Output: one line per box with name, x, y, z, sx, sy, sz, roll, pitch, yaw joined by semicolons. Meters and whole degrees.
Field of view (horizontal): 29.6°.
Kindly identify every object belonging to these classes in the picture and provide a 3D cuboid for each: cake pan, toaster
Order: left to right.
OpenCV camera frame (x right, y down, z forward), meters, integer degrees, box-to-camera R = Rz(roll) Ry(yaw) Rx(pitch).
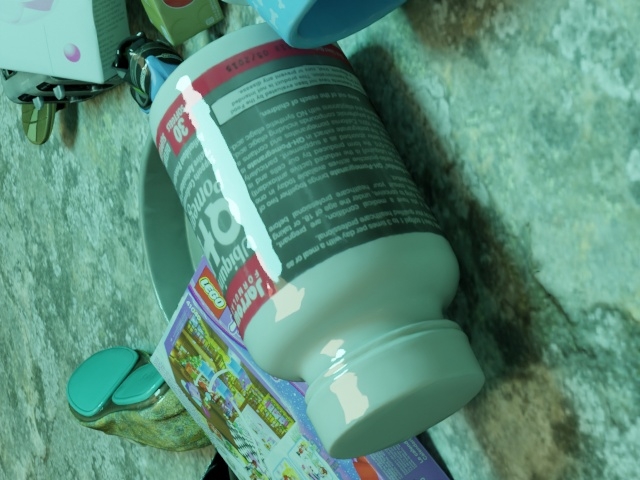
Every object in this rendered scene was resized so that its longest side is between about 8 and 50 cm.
toaster;-0.316;-0.257;1.446;0.168;0.110;0.185;-6;95;59
cake pan;-0.102;0.003;1.237;0.293;0.054;0.293;28;124;53

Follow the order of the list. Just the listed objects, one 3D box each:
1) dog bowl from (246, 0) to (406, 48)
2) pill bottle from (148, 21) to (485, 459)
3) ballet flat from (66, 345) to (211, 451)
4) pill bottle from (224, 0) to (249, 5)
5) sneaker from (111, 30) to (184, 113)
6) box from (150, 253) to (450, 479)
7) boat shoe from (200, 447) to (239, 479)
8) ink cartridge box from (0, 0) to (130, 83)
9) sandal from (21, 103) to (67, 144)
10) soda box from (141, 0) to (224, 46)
dog bowl;0.045;-0.230;0.817;0.074;0.166;0.297;59;146;9
pill bottle;0.000;0.000;0.946;0.318;0.176;0.176;63;146;24
ballet flat;-0.208;0.197;1.442;0.349;0.123;0.123;-9;93;61
pill bottle;-0.063;-0.316;0.994;0.121;0.121;0.221;-34;71;57
sneaker;-0.170;-0.175;1.227;0.078;0.067;0.188;50;174;-9
box;-0.027;0.162;1.097;0.293;0.057;0.201;51;143;14
boat shoe;-0.102;0.261;1.306;0.084;0.079;0.233;60;146;25
ink cartridge box;-0.363;-0.341;1.253;0.324;0.071;0.330;11;123;24
sandal;-0.348;-0.209;1.585;0.072;0.049;0.180;30;111;45
soda box;-0.154;-0.276;1.145;0.058;0.061;0.181;49;167;39
